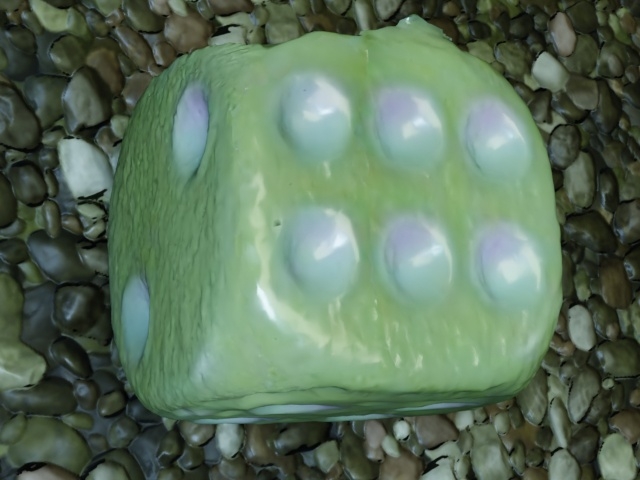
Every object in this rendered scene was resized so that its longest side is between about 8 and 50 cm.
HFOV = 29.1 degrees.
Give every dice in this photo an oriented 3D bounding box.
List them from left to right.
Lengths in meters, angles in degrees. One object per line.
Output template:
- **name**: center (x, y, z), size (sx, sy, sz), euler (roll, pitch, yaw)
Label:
- **dice**: center (0.000, 0.000, 0.875), size (0.252, 0.250, 0.254), euler (2, 75, -29)
